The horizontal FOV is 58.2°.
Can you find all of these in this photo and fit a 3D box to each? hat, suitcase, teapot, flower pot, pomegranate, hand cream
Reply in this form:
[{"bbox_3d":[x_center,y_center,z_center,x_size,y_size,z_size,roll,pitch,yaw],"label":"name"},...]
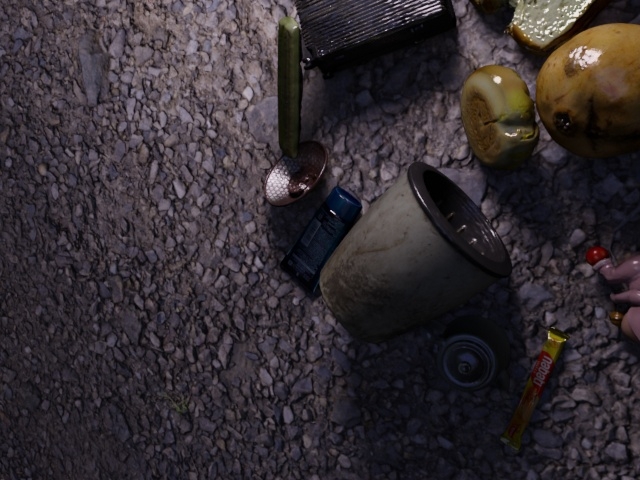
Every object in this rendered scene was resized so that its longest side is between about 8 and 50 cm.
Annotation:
[{"bbox_3d":[-0.040,-0.144,1.395,0.193,0.082,0.193,-25,44,28],"label":"hat"},{"bbox_3d":[0.108,-0.521,1.252,0.335,0.152,0.229,-14,91,22],"label":"suitcase"},{"bbox_3d":[0.312,0.251,1.243,0.239,0.149,0.162,40,110,14],"label":"teapot"},{"bbox_3d":[0.182,0.044,1.217,0.330,0.294,0.293,-42,79,29],"label":"flower pot"},{"bbox_3d":[0.521,-0.269,1.039,0.261,0.260,0.260,3,97,23],"label":"pomegranate"},{"bbox_3d":[0.000,0.000,1.405,0.120,0.061,0.270,40,114,16],"label":"hand cream"}]

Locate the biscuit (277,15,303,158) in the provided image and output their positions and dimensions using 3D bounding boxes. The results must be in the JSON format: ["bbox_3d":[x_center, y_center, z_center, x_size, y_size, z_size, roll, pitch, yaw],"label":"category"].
[{"bbox_3d":[-0.074,-0.343,1.318,0.099,0.038,0.322,-128,32,-48],"label":"biscuit"}]

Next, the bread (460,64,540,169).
[{"bbox_3d":[0.363,-0.247,1.161,0.105,0.213,0.213,-20,87,-13],"label":"bread"}]

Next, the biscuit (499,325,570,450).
[{"bbox_3d":[0.465,0.323,1.251,0.048,0.026,0.291,28,107,39],"label":"biscuit"}]

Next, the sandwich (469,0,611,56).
[{"bbox_3d":[0.439,-0.523,1.135,0.273,0.095,0.249,48,111,13],"label":"sandwich"}]

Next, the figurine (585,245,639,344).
[{"bbox_3d":[0.649,0.113,1.101,0.287,0.176,0.186,66,157,21],"label":"figurine"}]
